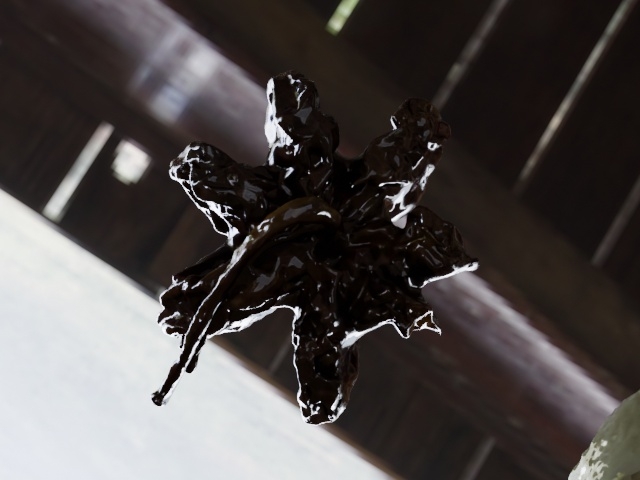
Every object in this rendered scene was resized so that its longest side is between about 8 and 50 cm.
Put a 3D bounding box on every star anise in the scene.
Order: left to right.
[{"bbox_3d":[0.000,0.000,1.073,0.190,0.220,0.126,5,169,-8],"label":"star anise"}]

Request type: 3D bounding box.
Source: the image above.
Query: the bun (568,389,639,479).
[{"bbox_3d":[0.249,0.179,0.948,0.259,0.259,0.152,26,-171,24],"label":"bun"}]
